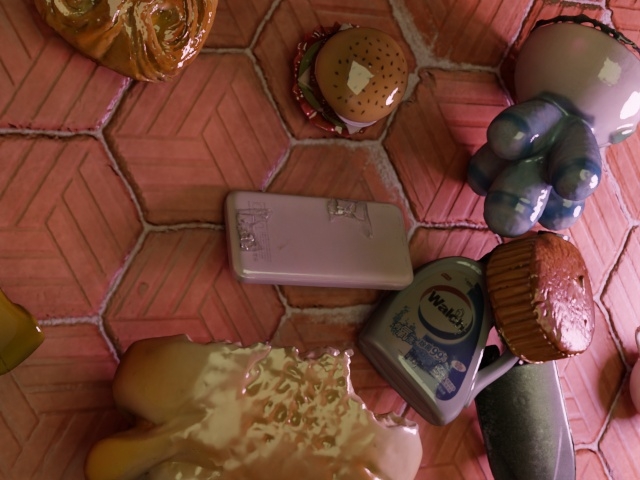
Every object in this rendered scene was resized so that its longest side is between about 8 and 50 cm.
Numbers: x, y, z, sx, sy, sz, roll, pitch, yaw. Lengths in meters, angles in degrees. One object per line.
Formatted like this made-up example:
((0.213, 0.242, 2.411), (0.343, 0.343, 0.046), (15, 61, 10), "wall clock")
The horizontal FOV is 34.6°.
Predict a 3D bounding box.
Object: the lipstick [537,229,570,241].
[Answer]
((0.363, 0.102, 1.699), (0.053, 0.053, 0.234), (14, 86, -24), "lipstick")

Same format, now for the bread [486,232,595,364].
((0.342, 0.086, 1.563), (0.199, 0.104, 0.199), (19, 62, -41), "bread")

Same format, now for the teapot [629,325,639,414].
((0.595, 0.245, 1.787), (0.145, 0.092, 0.226), (-34, 103, -24), "teapot")

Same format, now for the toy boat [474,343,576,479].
((0.333, 0.320, 1.652), (0.141, 0.092, 0.320), (-12, 92, 7), "toy boat")

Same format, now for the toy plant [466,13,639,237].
((0.348, -0.149, 1.584), (0.247, 0.247, 0.332), (39, 72, -20), "toy plant")

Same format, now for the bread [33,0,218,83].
((-0.258, -0.326, 1.369), (0.236, 0.120, 0.198), (29, 80, -23), "bread")

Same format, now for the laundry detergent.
((0.213, 0.126, 1.590), (0.280, 0.105, 0.215), (-42, 89, -21), "laundry detergent")

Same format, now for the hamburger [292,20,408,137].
((0.050, -0.238, 1.505), (0.175, 0.137, 0.175), (-2, 95, -26), "hamburger")

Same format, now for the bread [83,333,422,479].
((-0.073, 0.271, 1.325), (0.424, 0.329, 0.245), (26, 48, -20), "bread")

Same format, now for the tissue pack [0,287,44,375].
((-0.443, 0.089, 1.284), (0.127, 0.123, 0.178), (-34, 105, -20), "tissue pack")

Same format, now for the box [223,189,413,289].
((0.000, 0.000, 1.507), (0.285, 0.044, 0.142), (4, 61, -23), "box")
